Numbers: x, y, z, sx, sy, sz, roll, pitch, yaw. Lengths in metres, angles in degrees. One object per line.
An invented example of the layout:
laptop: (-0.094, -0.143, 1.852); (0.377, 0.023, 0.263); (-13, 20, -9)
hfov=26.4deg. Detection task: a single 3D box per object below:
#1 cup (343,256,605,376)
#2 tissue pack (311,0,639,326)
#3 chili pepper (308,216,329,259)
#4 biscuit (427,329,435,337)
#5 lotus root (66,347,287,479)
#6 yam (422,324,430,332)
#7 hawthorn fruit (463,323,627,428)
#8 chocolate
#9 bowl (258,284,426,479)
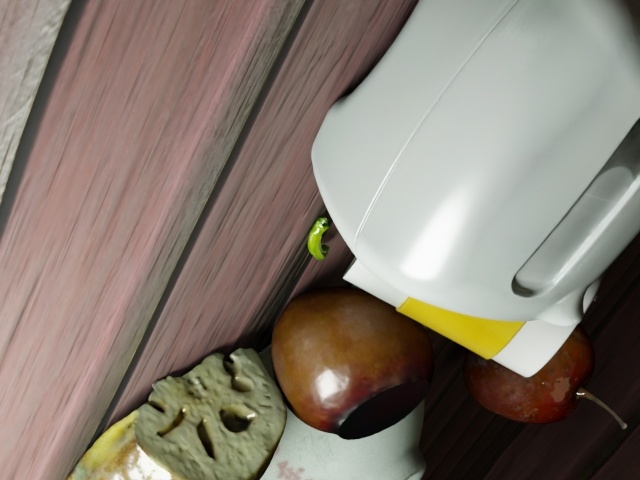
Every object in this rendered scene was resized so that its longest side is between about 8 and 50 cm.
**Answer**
cup: (0.169, -0.005, 1.370); (0.241, 0.226, 0.185); (-55, 179, -18)
tissue pack: (0.168, -0.092, 1.100); (0.229, 0.236, 0.333); (10, 123, -44)
chili pepper: (0.001, 0.001, 1.346); (0.030, 0.017, 0.083); (-42, 162, -20)
biscuit: (0.167, 0.106, 1.978); (0.184, 0.027, 0.133); (-41, 162, -24)
lotus root: (-0.124, 0.207, 1.342); (0.119, 0.138, 0.235); (-47, 171, 36)
yam: (0.074, 0.181, 1.866); (0.061, 0.061, 0.253); (-25, 153, -52)
hawthorn fruit: (0.371, 0.218, 2.407); (0.231, 0.263, 0.235); (-31, -162, 23)
chocolate: (0.027, 0.115, 1.418); (0.177, 0.177, 0.177); (-42, 163, -16)
bowl: (0.000, 0.269, 1.649); (0.435, 0.196, 0.435); (-42, 162, -17)
